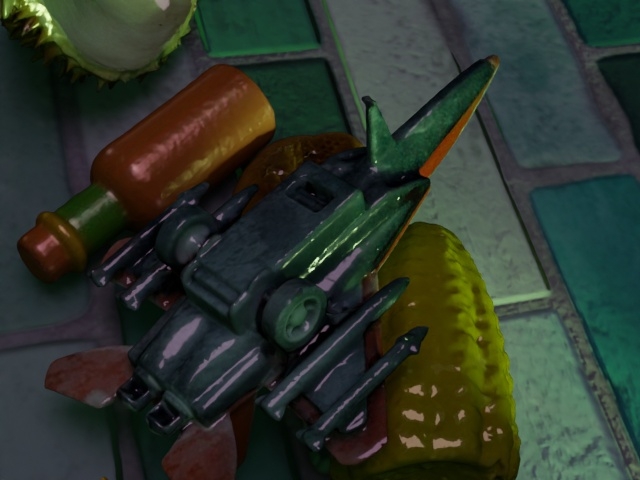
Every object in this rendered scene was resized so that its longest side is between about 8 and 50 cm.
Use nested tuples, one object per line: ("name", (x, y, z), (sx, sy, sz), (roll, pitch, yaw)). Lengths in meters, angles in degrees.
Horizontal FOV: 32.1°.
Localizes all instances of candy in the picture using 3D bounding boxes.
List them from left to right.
("candy", (0.062, 0.067, 0.664), (0.106, 0.094, 0.198), (4, 50, 1))

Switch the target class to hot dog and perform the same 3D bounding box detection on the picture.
("hot dog", (-0.015, -0.013, 0.728), (0.090, 0.060, 0.140), (10, 49, 3))

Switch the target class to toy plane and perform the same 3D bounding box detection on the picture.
("toy plane", (-0.002, -0.003, 0.633), (0.223, 0.104, 0.326), (32, 78, 33))

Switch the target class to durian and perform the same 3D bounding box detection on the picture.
("durian", (-0.154, -0.197, 0.780), (0.144, 0.139, 0.252), (29, 57, 6))

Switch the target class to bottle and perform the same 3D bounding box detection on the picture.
("bottle", (-0.114, -0.041, 0.722), (0.069, 0.069, 0.187), (40, 62, 18))

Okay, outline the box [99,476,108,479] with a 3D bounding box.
("box", (-0.177, 0.249, 0.536), (0.269, 0.043, 0.152), (-32, 66, -24))
